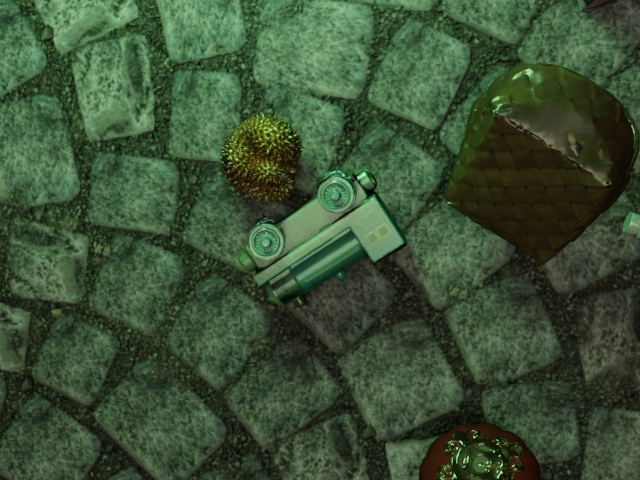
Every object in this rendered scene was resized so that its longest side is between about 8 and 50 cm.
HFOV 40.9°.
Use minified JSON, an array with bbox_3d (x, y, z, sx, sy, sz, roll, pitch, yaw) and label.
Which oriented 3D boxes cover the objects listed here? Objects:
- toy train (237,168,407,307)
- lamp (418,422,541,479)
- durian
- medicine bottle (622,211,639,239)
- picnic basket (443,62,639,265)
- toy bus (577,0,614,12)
[{"bbox_3d":[0.000,0.000,1.601,0.298,0.120,0.194,-33,97,9],"label":"toy train"},{"bbox_3d":[0.294,0.450,1.585,0.226,0.227,0.227,1,97,6],"label":"lamp"},{"bbox_3d":[-0.106,-0.157,1.589,0.168,0.137,0.158,25,80,16],"label":"durian"},{"bbox_3d":[0.598,-0.020,1.563,0.083,0.047,0.047,19,99,5],"label":"medicine bottle"},{"bbox_3d":[0.403,-0.179,1.479,0.293,0.337,0.337,35,100,8],"label":"picnic basket"},{"bbox_3d":[0.452,-0.541,1.486,0.090,0.112,0.274,-23,94,2],"label":"toy bus"}]
